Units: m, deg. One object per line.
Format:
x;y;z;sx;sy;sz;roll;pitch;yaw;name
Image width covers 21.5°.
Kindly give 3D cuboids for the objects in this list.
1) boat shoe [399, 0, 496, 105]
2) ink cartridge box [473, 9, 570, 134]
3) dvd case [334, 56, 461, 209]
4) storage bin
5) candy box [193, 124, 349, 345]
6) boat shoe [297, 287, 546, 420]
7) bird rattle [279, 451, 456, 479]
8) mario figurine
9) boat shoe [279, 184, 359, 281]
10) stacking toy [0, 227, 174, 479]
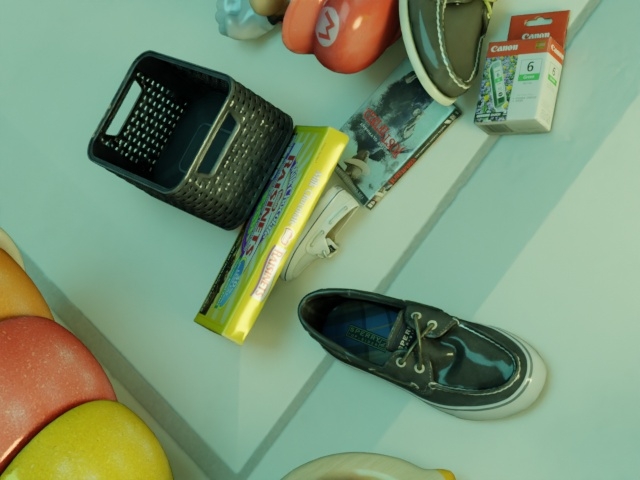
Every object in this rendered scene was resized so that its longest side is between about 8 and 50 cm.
0.117;-0.225;1.476;0.068;0.081;0.228;-22;55;32;boat shoe
0.172;-0.148;1.432;0.062;0.029;0.115;-1;69;37;ink cartridge box
0.061;-0.096;1.502;0.119;0.013;0.087;-47;49;11;dvd case
-0.123;-0.095;1.574;0.180;0.084;0.122;23;84;51;storage bin
-0.045;-0.008;1.501;0.206;0.027;0.105;-63;20;-5;candy box
0.073;0.082;1.364;0.228;0.076;0.080;20;82;41;boat shoe
0.013;0.254;1.288;0.253;0.143;0.207;-4;41;20;bird rattle
-0.043;-0.266;1.550;0.170;0.198;0.320;-36;46;2;mario figurine
0.000;0.000;1.489;0.035;0.035;0.100;38;102;16;boat shoe
-0.245;0.224;1.443;0.480;0.350;0.351;32;90;24;stacking toy
